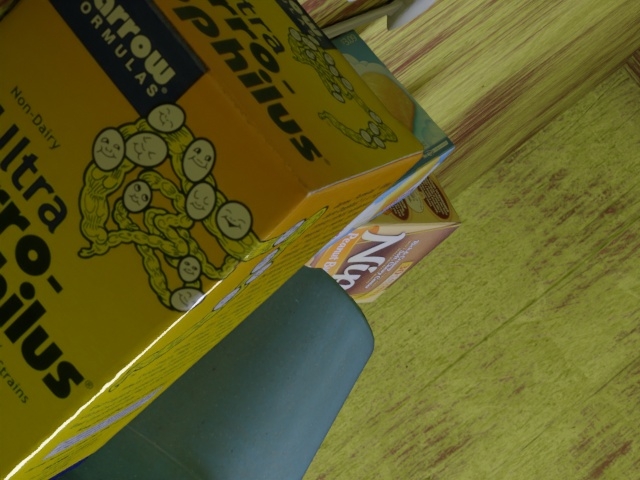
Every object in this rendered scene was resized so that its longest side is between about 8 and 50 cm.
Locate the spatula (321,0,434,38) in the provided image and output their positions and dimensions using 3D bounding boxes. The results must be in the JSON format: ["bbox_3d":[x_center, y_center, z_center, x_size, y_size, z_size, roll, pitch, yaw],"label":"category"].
[{"bbox_3d":[0.083,-0.238,1.490,0.168,0.019,0.242,-43,173,38],"label":"spatula"}]

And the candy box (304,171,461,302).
[{"bbox_3d":[0.000,0.000,1.959,0.316,0.088,0.183,-1,147,-48],"label":"candy box"}]

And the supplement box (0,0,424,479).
[{"bbox_3d":[-0.147,-0.004,1.007,0.356,0.194,0.195,-43,173,23],"label":"supplement box"}]

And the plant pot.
[{"bbox_3d":[-0.136,0.167,1.652,0.334,0.341,0.341,-54,180,-22],"label":"plant pot"}]

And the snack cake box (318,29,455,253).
[{"bbox_3d":[-0.019,-0.072,1.463,0.264,0.152,0.089,-34,171,-45],"label":"snack cake box"}]
